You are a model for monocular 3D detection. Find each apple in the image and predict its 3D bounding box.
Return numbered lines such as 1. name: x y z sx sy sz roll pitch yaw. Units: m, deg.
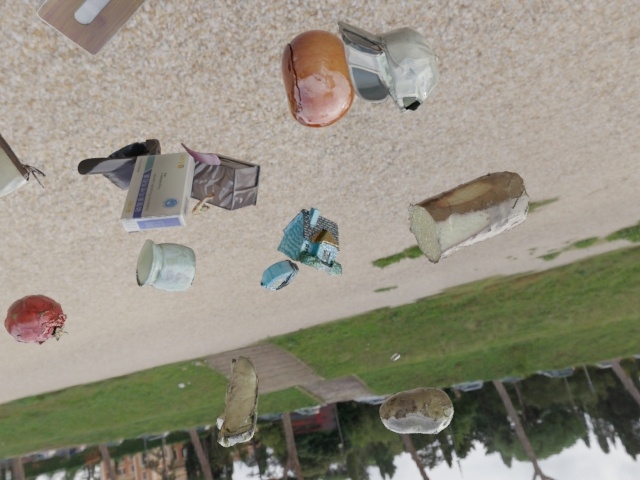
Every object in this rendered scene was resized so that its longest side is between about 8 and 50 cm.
1. apple: -0.006 -0.478 1.431 0.207 0.271 0.251 -9 170 0

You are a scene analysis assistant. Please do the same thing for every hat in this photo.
1. hat: 0.151 -0.422 1.120 0.161 0.275 0.232 -50 161 -7
2. hat: -0.785 -0.265 1.939 0.238 0.208 0.336 11 -147 37

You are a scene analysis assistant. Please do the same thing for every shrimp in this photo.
1. shrimp: -0.365 -0.116 1.529 0.091 0.025 0.127 -46 180 4

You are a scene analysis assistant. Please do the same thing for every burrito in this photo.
1. burrito: -0.151 0.294 0.905 0.063 0.058 0.229 -51 -164 15

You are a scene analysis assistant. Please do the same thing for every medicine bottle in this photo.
1. medicine bottle: -0.465 0.077 1.432 0.143 0.147 0.147 13 153 -35

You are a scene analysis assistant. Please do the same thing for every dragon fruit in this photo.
1. dragon fruit: -0.962 0.267 1.616 0.210 0.172 0.172 15 178 24

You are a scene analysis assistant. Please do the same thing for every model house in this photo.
1. model house: 0.000 0.000 2.073 0.226 0.241 0.261 21 180 44

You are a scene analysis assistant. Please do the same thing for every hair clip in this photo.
1. hair clip: -0.354 -0.250 1.398 0.137 0.022 0.054 22 161 23

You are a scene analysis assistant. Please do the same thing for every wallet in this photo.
1. wallet: -0.888 -0.184 1.195 0.275 0.335 0.068 -38 159 -22

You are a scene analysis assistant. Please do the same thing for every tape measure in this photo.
1. tape measure: -0.151 0.130 1.745 0.125 0.081 0.146 -4 147 -49

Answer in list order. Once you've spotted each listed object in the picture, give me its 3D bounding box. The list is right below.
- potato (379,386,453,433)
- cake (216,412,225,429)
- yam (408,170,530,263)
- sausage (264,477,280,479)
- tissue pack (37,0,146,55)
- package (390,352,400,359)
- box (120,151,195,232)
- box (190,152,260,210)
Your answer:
1. potato: 0.342 0.608 1.719 0.263 0.164 0.165 -3 166 2
2. cake: -0.318 0.646 1.748 0.052 0.065 0.121 3 -165 38
3. yam: 0.316 -0.056 1.004 0.238 0.128 0.129 -21 141 -6
4. sausage: -0.133 0.596 1.078 0.076 0.076 0.197 -4 142 -34
5. tissue pack: -0.558 -0.623 1.193 0.246 0.136 0.159 -36 141 19
6. package: 0.309 0.481 1.980 0.037 0.015 0.110 -42 172 -5
7. box: -0.557 -0.177 1.669 0.200 0.343 0.065 -6 137 -2
8. box: -0.394 -0.241 1.960 0.252 0.188 0.153 21 -157 28
